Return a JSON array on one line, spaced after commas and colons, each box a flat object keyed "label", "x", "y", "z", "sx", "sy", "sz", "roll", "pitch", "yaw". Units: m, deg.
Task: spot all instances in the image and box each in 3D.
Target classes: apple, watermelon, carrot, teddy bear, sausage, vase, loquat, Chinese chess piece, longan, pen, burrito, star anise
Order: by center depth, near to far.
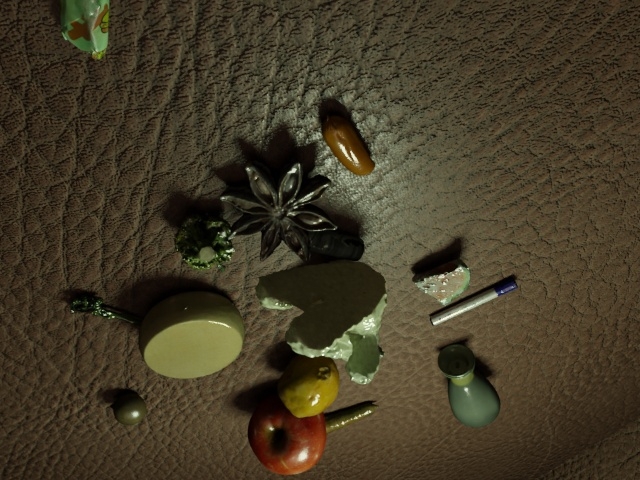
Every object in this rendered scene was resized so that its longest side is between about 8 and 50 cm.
[{"label": "burrito", "x": -0.353, "y": -0.399, "z": 0.707, "sx": 0.104, "sy": 0.054, "sz": 0.288, "roll": 7, "pitch": 134, "yaw": -16}, {"label": "sausage", "x": 0.055, "y": -0.183, "z": 1.008, "sx": 0.062, "sy": 0.054, "sz": 0.183, "roll": -2, "pitch": 146, "yaw": 32}, {"label": "star anise", "x": -0.080, "y": -0.070, "z": 1.058, "sx": 0.236, "sy": 0.109, "sz": 0.223, "roll": -1, "pitch": 114, "yaw": 9}, {"label": "vase", "x": 0.000, "y": 0.000, "z": 1.178, "sx": 0.211, "sy": 0.060, "sz": 0.060, "roll": 15, "pitch": 130, "yaw": -24}, {"label": "teddy bear", "x": 0.013, "y": 0.227, "z": 1.230, "sx": 0.375, "sy": 0.327, "sz": 0.362, "roll": -18, "pitch": 145, "yaw": -36}, {"label": "Chinese chess piece", "x": -0.329, "y": 0.247, "z": 1.309, "sx": 0.273, "sy": 0.102, "sz": 0.273, "roll": -11, "pitch": 135, "yaw": -11}, {"label": "watermelon", "x": 0.314, "y": 0.097, "z": 1.341, "sx": 0.139, "sy": 0.071, "sz": 0.187, "roll": 7, "pitch": 142, "yaw": -9}, {"label": "pen", "x": 0.443, "y": 0.181, "z": 1.473, "sx": 0.269, "sy": 0.033, "sz": 0.033, "roll": -29, "pitch": 133, "yaw": 18}, {"label": "loquat", "x": -0.036, "y": 0.433, "z": 1.524, "sx": 0.176, "sy": 0.187, "sz": 0.234, "roll": 46, "pitch": 133, "yaw": 5}, {"label": "longan", "x": -0.595, "y": 0.521, "z": 1.561, "sx": 0.113, "sy": 0.092, "sz": 0.113, "roll": 10, "pitch": 151, "yaw": 6}, {"label": "apple", "x": -0.106, "y": 0.627, "z": 1.654, "sx": 0.260, "sy": 0.260, "sz": 0.216, "roll": -23, "pitch": 159, "yaw": 12}, {"label": "vase", "x": 0.493, "y": 0.485, "z": 1.711, "sx": 0.173, "sy": 0.173, "sz": 0.321, "roll": -23, "pitch": 129, "yaw": 11}, {"label": "carrot", "x": 0.056, "y": 0.669, "z": 1.869, "sx": 0.342, "sy": 0.070, "sz": 0.070, "roll": -26, "pitch": 134, "yaw": 6}]

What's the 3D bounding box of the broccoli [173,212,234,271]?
[{"label": "broccoli", "x": -0.249, "y": 0.007, "z": 1.090, "sx": 0.130, "sy": 0.120, "sz": 0.131, "roll": 20, "pitch": 103, "yaw": -20}]

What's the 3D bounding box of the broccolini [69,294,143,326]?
[{"label": "broccolini", "x": -0.505, "y": 0.185, "z": 1.289, "sx": 0.254, "sy": 0.071, "sz": 0.057, "roll": 21, "pitch": 86, "yaw": -37}]
